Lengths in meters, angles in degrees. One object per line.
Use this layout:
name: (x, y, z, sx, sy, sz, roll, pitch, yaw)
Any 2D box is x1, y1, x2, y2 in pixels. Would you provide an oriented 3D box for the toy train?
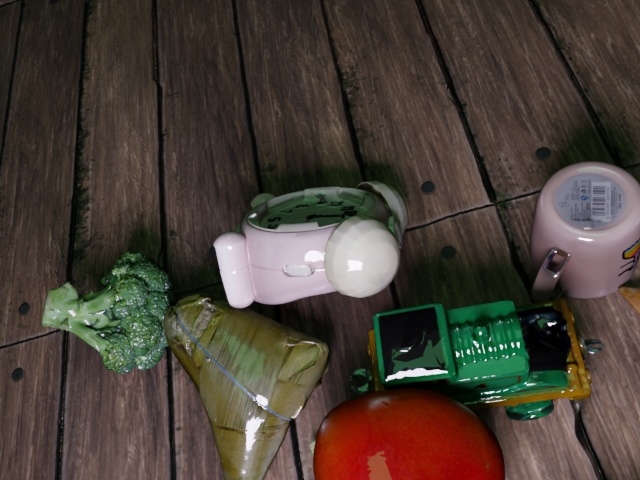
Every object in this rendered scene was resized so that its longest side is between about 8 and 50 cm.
toy train: (0.246, 0.190, 1.033, 0.429, 0.249, 0.178, -12, 59, 12)

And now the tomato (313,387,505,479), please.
tomato: (0.129, 0.357, 0.907, 0.299, 0.298, 0.226, -11, 24, 12)

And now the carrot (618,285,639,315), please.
carrot: (0.622, 0.144, 1.044, 0.102, 0.102, 0.263, -46, 53, -10)

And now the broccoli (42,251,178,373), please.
broccoli: (-0.423, 0.149, 1.284, 0.270, 0.270, 0.270, 6, 56, -22)

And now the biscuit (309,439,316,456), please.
biscuit: (0.068, 0.424, 1.082, 0.121, 0.040, 0.199, -23, 56, 0)

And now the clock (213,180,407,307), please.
clock: (0.000, 0.000, 1.207, 0.326, 0.184, 0.342, -9, 25, 15)

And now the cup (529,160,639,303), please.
cup: (0.453, 0.000, 1.104, 0.191, 0.200, 0.253, 34, 77, 30)

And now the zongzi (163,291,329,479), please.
zongzi: (-0.192, 0.299, 1.163, 0.323, 0.160, 0.360, 21, 77, 16)
